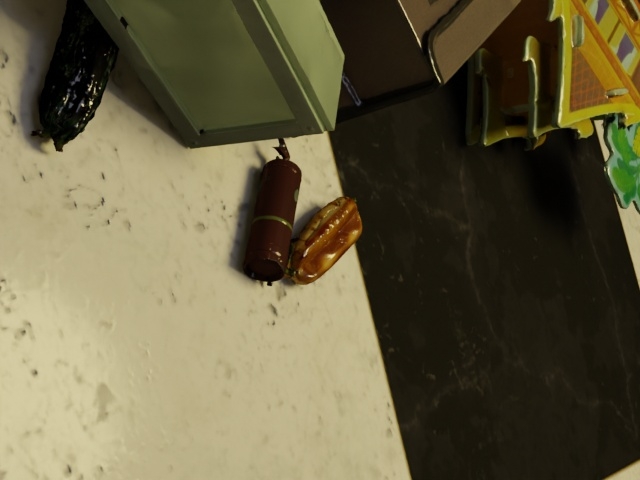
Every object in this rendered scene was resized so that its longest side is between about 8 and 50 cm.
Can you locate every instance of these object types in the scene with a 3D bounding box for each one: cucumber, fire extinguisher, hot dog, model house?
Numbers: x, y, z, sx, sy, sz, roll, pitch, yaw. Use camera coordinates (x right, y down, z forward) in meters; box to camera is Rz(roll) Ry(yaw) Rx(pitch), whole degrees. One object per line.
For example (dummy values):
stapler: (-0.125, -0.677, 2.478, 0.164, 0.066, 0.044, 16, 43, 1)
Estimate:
cucumber: (-0.175, -0.147, 0.805, 0.053, 0.053, 0.181, 32, 55, -40)
fire extinguisher: (-0.038, -0.028, 0.930, 0.056, 0.039, 0.132, 60, 32, -51)
hot dog: (0.000, 0.000, 0.972, 0.122, 0.037, 0.049, -42, 120, -45)
model house: (0.303, -0.183, 1.324, 0.358, 0.242, 0.313, 50, 59, -28)

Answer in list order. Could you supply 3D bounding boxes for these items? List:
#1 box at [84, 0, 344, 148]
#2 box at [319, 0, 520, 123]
box: (-0.080, -0.172, 0.804, 0.225, 0.129, 0.086, 58, 34, -52)
box: (0.056, -0.232, 1.019, 0.153, 0.188, 0.252, 61, 41, -18)
